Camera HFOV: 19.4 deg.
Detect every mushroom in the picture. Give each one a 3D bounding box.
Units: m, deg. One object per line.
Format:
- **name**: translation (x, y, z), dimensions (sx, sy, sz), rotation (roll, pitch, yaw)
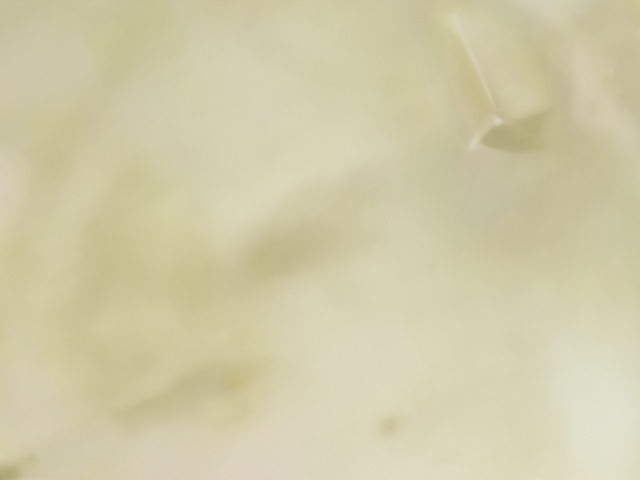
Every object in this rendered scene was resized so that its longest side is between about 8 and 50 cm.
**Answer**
- **mushroom**: translation (-0.010, -0.004, 0.519), dimensions (0.325, 0.353, 0.353), rotation (104, -29, -47)
